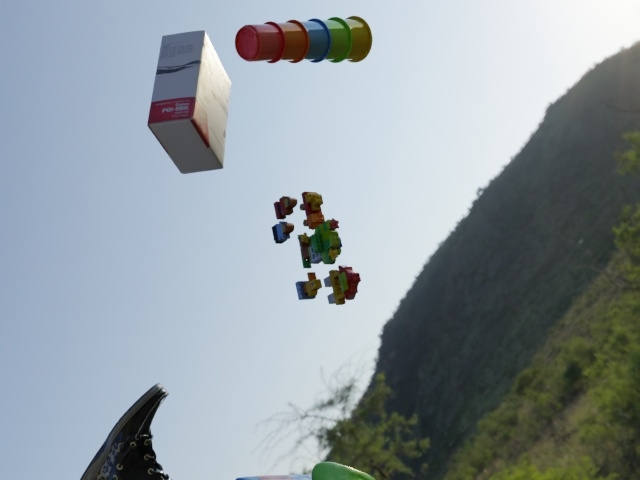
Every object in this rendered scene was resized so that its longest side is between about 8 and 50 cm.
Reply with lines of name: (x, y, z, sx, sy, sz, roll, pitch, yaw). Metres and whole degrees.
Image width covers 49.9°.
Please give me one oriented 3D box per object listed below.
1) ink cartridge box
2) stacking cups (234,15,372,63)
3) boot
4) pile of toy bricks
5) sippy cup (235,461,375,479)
ink cartridge box: (-0.150, -0.162, 0.807, 0.099, 0.056, 0.135, 64, -157, -59)
stacking cups: (-0.030, -0.375, 1.320, 0.316, 0.096, 0.096, -23, -32, -45)
boot: (-0.280, 0.377, 1.161, 0.236, 0.178, 0.085, -55, -5, 3)
pile of toy bricks: (0.000, 0.000, 1.168, 0.118, 0.212, 0.105, 1, -22, -38)
sippy cup: (-0.046, 0.477, 1.099, 0.240, 0.224, 0.305, 10, 85, 68)
